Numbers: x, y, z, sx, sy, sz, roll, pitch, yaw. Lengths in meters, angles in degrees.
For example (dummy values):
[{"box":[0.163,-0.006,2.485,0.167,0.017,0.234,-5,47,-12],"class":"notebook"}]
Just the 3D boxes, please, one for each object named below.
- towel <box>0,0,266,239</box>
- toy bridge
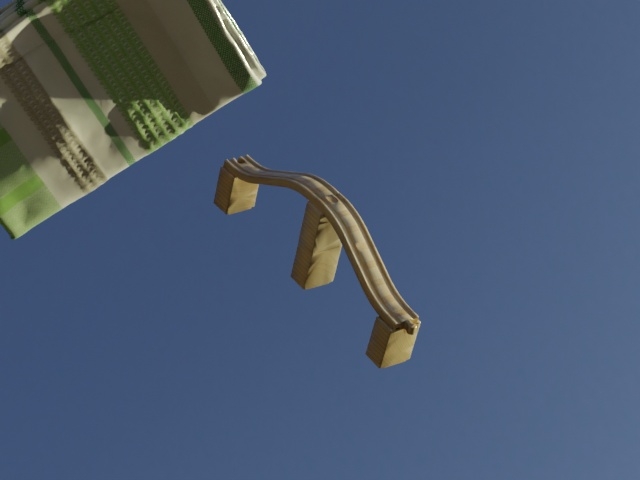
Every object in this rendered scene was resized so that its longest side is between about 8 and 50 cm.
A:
[{"box":[-0.110,-0.074,0.791,0.152,0.023,0.113,-34,-50,-1],"class":"towel"},{"box":[0.000,0.000,1.015,0.026,0.188,0.063,-14,-48,-35],"class":"toy bridge"}]
